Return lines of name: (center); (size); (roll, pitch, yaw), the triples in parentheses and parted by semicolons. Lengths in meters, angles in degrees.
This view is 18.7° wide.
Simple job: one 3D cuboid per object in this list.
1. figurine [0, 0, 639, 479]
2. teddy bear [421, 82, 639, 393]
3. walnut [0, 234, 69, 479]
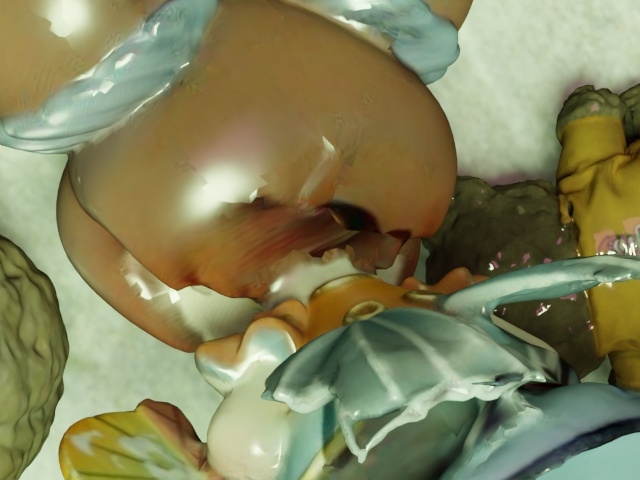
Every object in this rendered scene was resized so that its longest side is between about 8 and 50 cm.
figurine: (-0.001, 0.001, 0.856); (0.276, 0.388, 0.248); (-9, 133, -30)
teddy bear: (0.147, 0.011, 0.985); (0.190, 0.140, 0.177); (-19, 94, -2)
walnut: (-0.199, 0.067, 0.878); (0.178, 0.230, 0.178); (3, 105, 12)
